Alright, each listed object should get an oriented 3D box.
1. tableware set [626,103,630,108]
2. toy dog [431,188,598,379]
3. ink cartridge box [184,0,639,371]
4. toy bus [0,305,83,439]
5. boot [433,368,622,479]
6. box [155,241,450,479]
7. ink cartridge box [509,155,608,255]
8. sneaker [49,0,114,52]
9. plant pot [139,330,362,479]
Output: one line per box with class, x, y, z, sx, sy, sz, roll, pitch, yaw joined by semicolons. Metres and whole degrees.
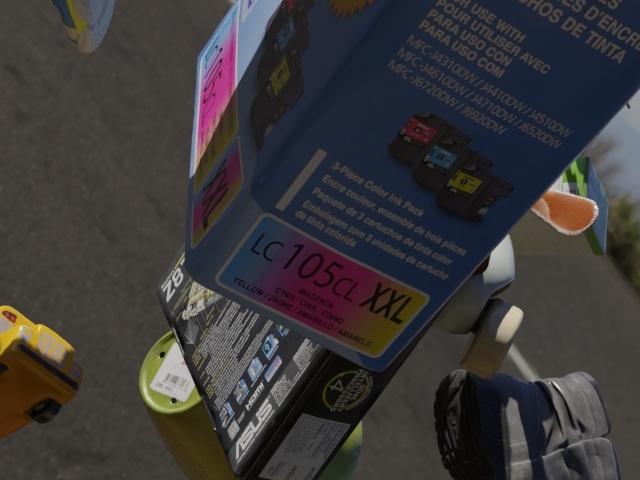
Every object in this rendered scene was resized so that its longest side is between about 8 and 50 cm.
tableware set;0.431;-0.306;1.828;0.128;0.039;0.194;47;23;-45
toy dog;0.176;-0.027;1.278;0.220;0.161;0.333;14;55;-10
ink cartridge box;0.081;-0.160;0.724;0.151;0.395;0.270;28;30;-23
toy bus;-0.432;0.185;1.493;0.108;0.333;0.130;43;34;-28
boot;0.252;0.308;1.368;0.223;0.118;0.338;8;75;-31
box;0.000;0.000;1.204;0.097;0.395;0.318;19;23;-37
ink cartridge box;0.315;-0.051;1.947;0.189;0.255;0.097;46;49;-59
sneaker;-0.304;-0.328;1.367;0.091;0.126;0.240;-67;164;-53
plant pot;-0.123;0.246;1.754;0.293;0.275;0.274;48;15;-49
